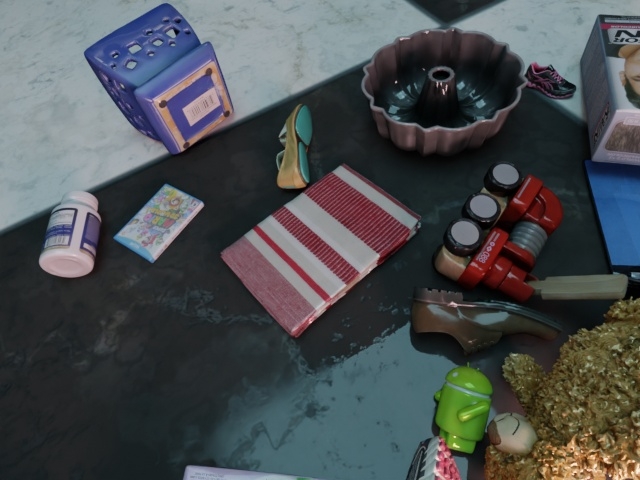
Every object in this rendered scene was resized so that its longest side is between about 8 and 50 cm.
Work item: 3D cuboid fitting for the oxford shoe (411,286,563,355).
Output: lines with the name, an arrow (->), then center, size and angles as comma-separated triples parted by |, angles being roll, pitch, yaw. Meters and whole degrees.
oxford shoe -> 0.256, 0.135, 0.649 | 0.227, 0.083, 0.096 | 8, 84, 11

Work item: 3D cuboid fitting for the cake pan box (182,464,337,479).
cake pan box -> -0.060, 0.423, 0.501 | 0.266, 0.070, 0.246 | 6, 60, 3

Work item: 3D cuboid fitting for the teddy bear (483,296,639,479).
teddy bear -> 0.327, 0.190, 0.502 | 0.338, 0.113, 0.245 | -37, 20, 15

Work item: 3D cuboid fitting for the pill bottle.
pill bottle -> -0.511, -0.018, 0.853 | 0.094, 0.094, 0.170 | -11, 57, 2

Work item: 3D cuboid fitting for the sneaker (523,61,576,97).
sneaker -> 0.514, -0.362, 0.921 | 0.119, 0.057, 0.047 | 33, 67, 25

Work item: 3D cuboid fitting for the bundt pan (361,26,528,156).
bundt pan -> 0.254, -0.308, 0.890 | 0.330, 0.124, 0.331 | -4, 57, 6

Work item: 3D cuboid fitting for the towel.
towel -> 0.000, 0.000, 0.793 | 0.329, 0.037, 0.237 | -38, 58, -16

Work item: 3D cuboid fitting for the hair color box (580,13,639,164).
hair color box -> 0.636, -0.303, 0.802 | 0.185, 0.114, 0.375 | 10, 53, 16

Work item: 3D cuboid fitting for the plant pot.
plant pot -> -0.349, -0.362, 0.968 | 0.212, 0.236, 0.236 | 40, 72, 21

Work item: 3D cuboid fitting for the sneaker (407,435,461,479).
sneaker -> 0.091, 0.350, 0.455 | 0.111, 0.121, 0.299 | -14, 21, 36

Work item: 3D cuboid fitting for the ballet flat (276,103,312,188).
ballet flat -> -0.064, -0.213, 0.915 | 0.073, 0.080, 0.233 | -12, 54, 20

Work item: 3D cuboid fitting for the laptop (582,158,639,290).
laptop -> 0.661, -0.032, 0.589 | 0.381, 0.408, 0.237 | 2, 92, 11

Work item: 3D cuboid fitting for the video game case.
video game case -> -0.347, -0.042, 0.888 | 0.119, 0.015, 0.166 | 25, 66, 23

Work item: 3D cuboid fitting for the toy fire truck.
toy fire truck -> 0.343, 0.006, 0.670 | 0.246, 0.159, 0.217 | 34, 68, 17

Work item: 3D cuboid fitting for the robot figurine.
robot figurine -> 0.202, 0.232, 0.580 | 0.066, 0.101, 0.115 | 16, 84, 0
